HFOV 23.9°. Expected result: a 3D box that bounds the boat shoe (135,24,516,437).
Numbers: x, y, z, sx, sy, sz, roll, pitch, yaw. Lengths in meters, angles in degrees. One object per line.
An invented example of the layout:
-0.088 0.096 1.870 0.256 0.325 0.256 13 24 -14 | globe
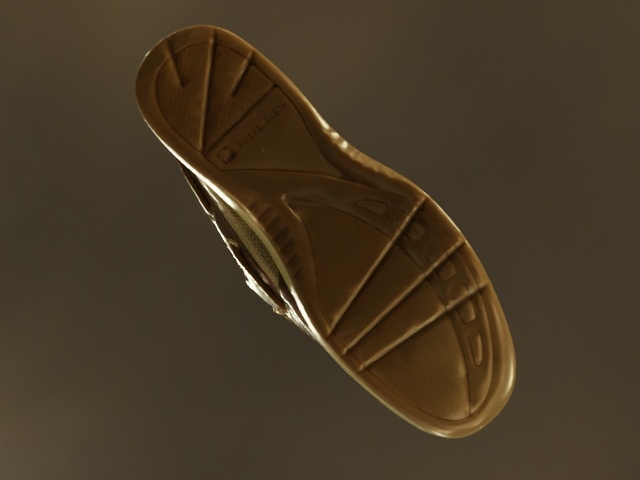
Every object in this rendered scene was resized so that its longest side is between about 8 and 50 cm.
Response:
0.000 0.000 1.067 0.342 0.123 0.123 45 -104 6 | boat shoe
